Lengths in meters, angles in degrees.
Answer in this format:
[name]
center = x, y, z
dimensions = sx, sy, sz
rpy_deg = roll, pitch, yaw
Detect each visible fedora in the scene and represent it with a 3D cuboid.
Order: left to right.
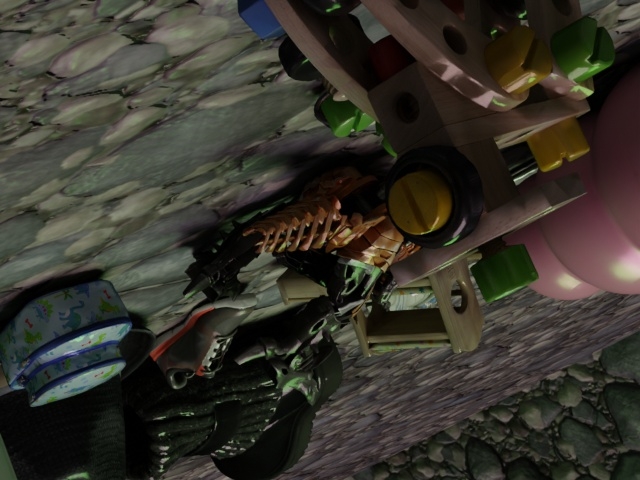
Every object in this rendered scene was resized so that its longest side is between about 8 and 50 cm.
[fedora]
center = -0.279, 0.204, 1.711
dimensions = 0.334, 0.152, 0.334
rpy_deg = -23, 167, -6

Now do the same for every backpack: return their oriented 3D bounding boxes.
[backpack]
center = -0.215, 0.087, 1.517
dimensions = 0.105, 0.084, 0.114
rpy_deg = -18, 163, -33

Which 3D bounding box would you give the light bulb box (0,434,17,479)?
[light bulb box]
center = -0.392, 0.276, 1.349
dimensions = 0.358, 0.361, 0.225
rpy_deg = -22, 167, -8

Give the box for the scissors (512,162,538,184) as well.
[scissors]
center = 0.261, -0.091, 1.770
dimensions = 0.297, 0.021, 0.109
rpy_deg = -34, 165, 33

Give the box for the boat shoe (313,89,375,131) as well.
[boat shoe]
center = 0.053, -0.114, 1.284
dimensions = 0.125, 0.046, 0.038
rpy_deg = -20, 173, 20

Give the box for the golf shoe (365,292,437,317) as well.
[golf shoe]
center = 0.075, 0.063, 2.002
dimensions = 0.086, 0.069, 0.176
rpy_deg = 4, 154, -20

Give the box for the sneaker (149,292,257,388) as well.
[sneaker]
center = -0.110, 0.105, 1.801
dimensions = 0.061, 0.065, 0.158
rpy_deg = -10, 161, -44

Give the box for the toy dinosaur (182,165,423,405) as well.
[toy dinosaur]
center = 0.000, 0.000, 1.517
dimensions = 0.218, 0.164, 0.322
rpy_deg = -42, 144, 13

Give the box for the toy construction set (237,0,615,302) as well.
[toy construction set]
center = 0.131, -0.099, 1.053
dimensions = 0.309, 0.237, 0.257
rpy_deg = -27, 166, 14

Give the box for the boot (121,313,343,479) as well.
[boot]
center = -0.140, 0.216, 2.026
dimensions = 0.260, 0.131, 0.348
rpy_deg = -24, 158, -28

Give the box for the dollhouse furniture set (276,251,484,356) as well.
[dollhouse furniture set]
center = 0.083, 0.040, 1.757
dimensions = 0.182, 0.101, 0.161
rpy_deg = -5, -154, 34

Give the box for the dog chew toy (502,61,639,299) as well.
[dog chew toy]
center = 0.294, -0.043, 1.630
dimensions = 0.206, 0.207, 0.332
rpy_deg = -11, 165, -42
